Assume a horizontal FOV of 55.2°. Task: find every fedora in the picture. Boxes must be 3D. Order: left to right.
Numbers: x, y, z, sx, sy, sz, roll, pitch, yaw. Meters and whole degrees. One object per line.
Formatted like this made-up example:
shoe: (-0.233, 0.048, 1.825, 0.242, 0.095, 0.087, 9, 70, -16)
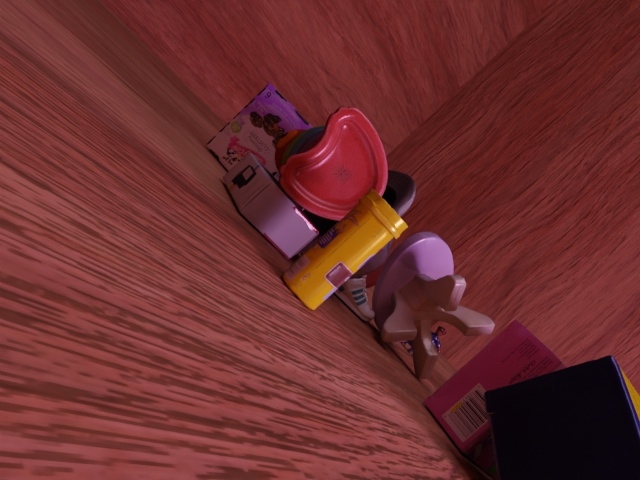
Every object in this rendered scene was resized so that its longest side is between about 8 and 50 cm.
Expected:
fedora: (0.059, -0.017, 1.153, 0.244, 0.275, 0.124, 12, -51, 43)

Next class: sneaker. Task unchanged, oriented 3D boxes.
sneaker: (0.076, 0.099, 1.228, 0.161, 0.075, 0.057, 45, 4, -32)

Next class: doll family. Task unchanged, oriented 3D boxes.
doll family: (0.245, 0.225, 1.612, 0.193, 0.111, 0.076, 47, 3, -16)

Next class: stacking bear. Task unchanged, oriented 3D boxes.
stacking bear: (-0.005, -0.137, 1.108, 0.164, 0.175, 0.289, 46, -4, -21)

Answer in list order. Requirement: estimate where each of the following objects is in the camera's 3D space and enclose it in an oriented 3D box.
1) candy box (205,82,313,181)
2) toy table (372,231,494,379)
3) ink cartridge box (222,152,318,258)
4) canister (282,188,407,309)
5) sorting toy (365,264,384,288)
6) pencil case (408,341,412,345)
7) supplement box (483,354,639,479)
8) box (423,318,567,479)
candy box: (-0.119, -0.208, 1.319, 0.165, 0.196, 0.070, 48, 4, 15)
toy table: (0.217, 0.141, 1.279, 0.161, 0.252, 0.274, -121, -155, -52)
ink cartridge box: (-0.089, -0.063, 1.053, 0.127, 0.072, 0.175, 46, 3, -29)
canister: (0.032, 0.013, 0.849, 0.073, 0.170, 0.126, 47, 3, 0)
sorting toy: (0.000, 0.000, 1.534, 0.365, 0.127, 0.126, 45, -27, 15)
pencil case: (0.278, 0.276, 1.848, 0.151, 0.064, 0.070, 46, -12, -19)
supplement box: (0.412, 0.359, 0.892, 0.356, 0.195, 0.194, 45, 32, -33)
box: (0.337, 0.294, 1.064, 0.243, 0.213, 0.117, 45, 3, -41)
